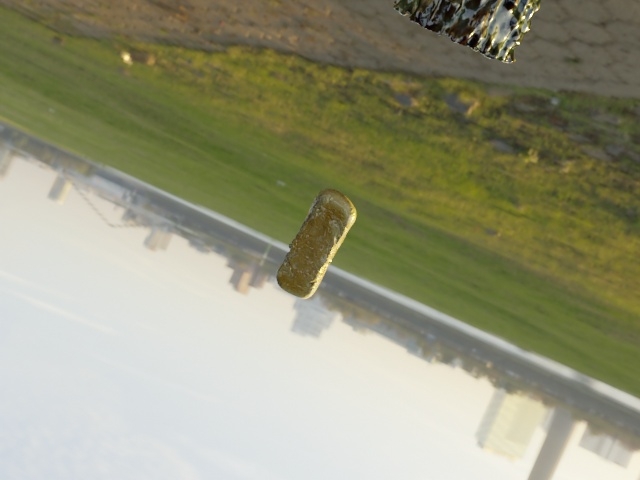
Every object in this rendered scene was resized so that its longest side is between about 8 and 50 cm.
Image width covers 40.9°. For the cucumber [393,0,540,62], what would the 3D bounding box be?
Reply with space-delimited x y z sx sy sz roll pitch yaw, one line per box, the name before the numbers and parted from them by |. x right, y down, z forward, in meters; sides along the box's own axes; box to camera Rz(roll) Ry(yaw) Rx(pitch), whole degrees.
cucumber | 0.149 -0.293 0.516 0.096 0.359 0.096 19 -160 -7

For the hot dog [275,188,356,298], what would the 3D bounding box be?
hot dog | 0.000 0.000 0.594 0.030 0.090 0.034 33 -148 7
